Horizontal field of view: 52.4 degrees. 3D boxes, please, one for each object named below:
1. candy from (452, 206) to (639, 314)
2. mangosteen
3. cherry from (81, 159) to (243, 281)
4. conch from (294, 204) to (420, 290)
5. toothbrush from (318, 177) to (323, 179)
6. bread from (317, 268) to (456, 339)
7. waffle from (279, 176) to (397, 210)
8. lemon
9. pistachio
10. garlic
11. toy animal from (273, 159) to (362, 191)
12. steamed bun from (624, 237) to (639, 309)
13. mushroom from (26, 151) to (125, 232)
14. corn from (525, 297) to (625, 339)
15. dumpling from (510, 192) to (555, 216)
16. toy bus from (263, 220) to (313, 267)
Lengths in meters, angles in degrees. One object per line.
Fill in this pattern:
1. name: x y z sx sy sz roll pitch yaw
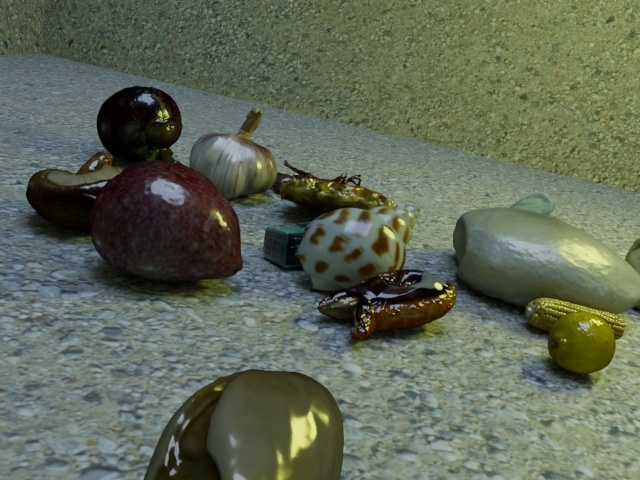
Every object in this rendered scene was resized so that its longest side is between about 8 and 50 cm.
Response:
1. candy: 0.503 0.040 1.465 0.427 0.186 0.386 21 16 14
2. mangosteen: -0.480 -0.287 1.789 0.231 0.231 0.289 -11 68 -49
3. cherry: -0.266 -0.029 1.145 0.300 0.203 0.230 26 17 -3
4. conch: 0.092 0.006 1.288 0.149 0.182 0.275 -16 17 43
5. toothbrush: 0.063 -0.163 2.008 0.194 0.014 0.017 22 21 27
6. bread: 0.124 0.115 1.156 0.269 0.095 0.139 -18 31 -31
7. waffle: 0.046 -0.105 1.641 0.302 0.068 0.325 12 -3 3
8. lemon: 0.454 0.178 1.133 0.133 0.109 0.109 8 19 -25
9. pistachio: -0.063 0.233 0.605 0.166 0.197 0.288 -27 19 24
10. garlic: -0.212 -0.238 1.703 0.245 0.253 0.245 18 22 -8
11. toy animal: -0.033 -0.160 1.878 0.243 0.087 0.260 -20 36 -35
12. steamed bun: 0.873 0.065 1.571 0.289 0.203 0.276 10 19 -5
13. mushroom: -0.462 -0.081 1.293 0.231 0.138 0.194 2 32 5
14. corn: 0.501 0.158 1.286 0.206 0.067 0.067 12 19 -9
15. dumpling: 0.605 -0.055 1.866 0.153 0.108 0.219 -16 37 23
16. toy bus: 0.000 0.000 1.398 0.109 0.091 0.262 19 17 40
